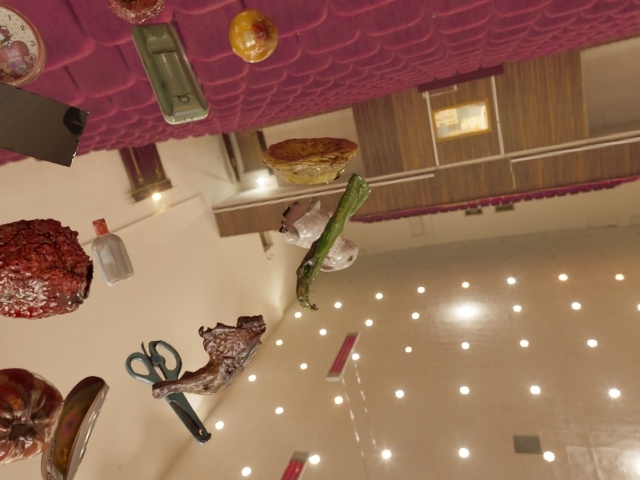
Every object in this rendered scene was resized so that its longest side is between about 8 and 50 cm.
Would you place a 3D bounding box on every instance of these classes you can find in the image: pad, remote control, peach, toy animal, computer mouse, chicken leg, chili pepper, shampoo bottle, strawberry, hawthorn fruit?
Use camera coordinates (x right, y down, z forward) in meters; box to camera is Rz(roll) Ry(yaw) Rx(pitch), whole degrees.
[{"bbox_3d":[-0.947,-0.369,1.360,0.367,0.248,0.007,14,-139,-38],"label":"pad"},{"bbox_3d":[-0.434,-0.490,1.261,0.127,0.335,0.065,-20,165,-21],"label":"remote control"},{"bbox_3d":[-0.191,-0.571,1.231,0.138,0.138,0.138,-12,-164,4],"label":"peach"},{"bbox_3d":[0.000,0.000,1.802,0.258,0.357,0.193,-51,-152,-22],"label":"toy animal"},{"bbox_3d":[-0.722,0.550,1.273,0.158,0.072,0.311,-4,-118,36],"label":"computer mouse"},{"bbox_3d":[-0.268,0.303,1.108,0.322,0.177,0.083,-49,-149,4],"label":"chicken leg"},{"bbox_3d":[0.025,0.001,1.094,0.076,0.085,0.359,19,-102,39],"label":"chili pepper"},{"bbox_3d":[-0.710,0.035,1.475,0.051,0.221,0.108,-8,-168,44],"label":"shampoo bottle"},{"bbox_3d":[-0.685,0.078,1.078,0.220,0.274,0.274,17,-151,27],"label":"strawberry"},{"bbox_3d":[-0.771,0.412,1.068,0.260,0.224,0.224,9,-154,32],"label":"hawthorn fruit"}]

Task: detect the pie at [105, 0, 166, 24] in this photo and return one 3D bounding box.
[{"bbox_3d":[-0.528,-0.713,1.251,0.182,0.183,0.049,-15,-179,-4],"label":"pie"}]

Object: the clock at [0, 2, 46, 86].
[{"bbox_3d":[-0.995,-0.607,1.366,0.244,0.245,0.056,-16,-158,-10],"label":"clock"}]

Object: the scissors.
[{"bbox_3d":[-0.457,0.465,1.358,0.393,0.032,0.180,45,-151,23],"label":"scissors"}]

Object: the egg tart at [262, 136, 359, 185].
[{"bbox_3d":[-0.034,-0.267,1.499,0.340,0.129,0.341,-2,-156,1],"label":"egg tart"}]
